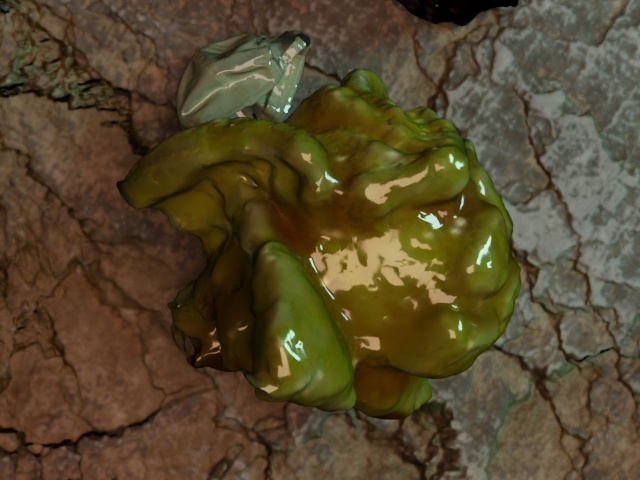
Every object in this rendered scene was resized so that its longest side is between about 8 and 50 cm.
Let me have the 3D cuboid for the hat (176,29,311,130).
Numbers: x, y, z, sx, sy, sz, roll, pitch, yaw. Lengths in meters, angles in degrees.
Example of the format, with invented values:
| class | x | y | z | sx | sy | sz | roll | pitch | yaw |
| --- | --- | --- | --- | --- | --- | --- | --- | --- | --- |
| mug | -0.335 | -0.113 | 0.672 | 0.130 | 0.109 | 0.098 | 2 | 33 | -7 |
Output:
| class | x | y | z | sx | sy | sz | roll | pitch | yaw |
| --- | --- | --- | --- | --- | --- | --- | --- | --- | --- |
| hat | -0.074 | -0.102 | 1.712 | 0.122 | 0.081 | 0.166 | -14 | 116 | -48 |

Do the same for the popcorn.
| class | x | y | z | sx | sy | sz | roll | pitch | yaw |
| --- | --- | --- | --- | --- | --- | --- | --- | --- | --- |
| popcorn | 0.004 | -0.004 | 1.601 | 0.326 | 0.321 | 0.290 | 34 | 84 | -5 |

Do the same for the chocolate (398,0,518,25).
| class | x | y | z | sx | sy | sz | roll | pitch | yaw |
| --- | --- | --- | --- | --- | --- | --- | --- | --- | --- |
| chocolate | 0.138 | -0.295 | 1.676 | 0.206 | 0.177 | 0.224 | 1 | 95 | -10 |
